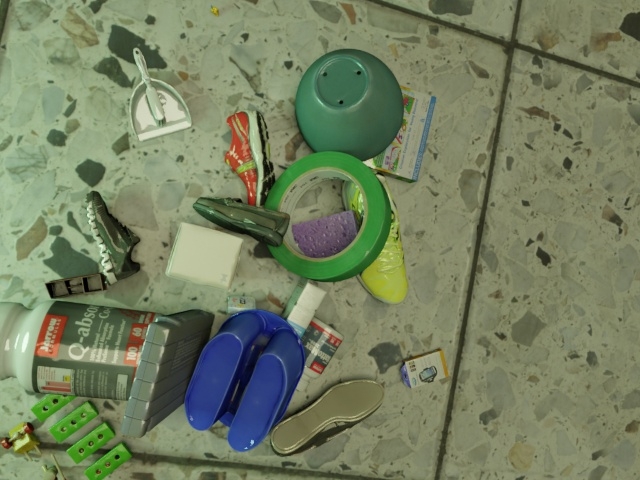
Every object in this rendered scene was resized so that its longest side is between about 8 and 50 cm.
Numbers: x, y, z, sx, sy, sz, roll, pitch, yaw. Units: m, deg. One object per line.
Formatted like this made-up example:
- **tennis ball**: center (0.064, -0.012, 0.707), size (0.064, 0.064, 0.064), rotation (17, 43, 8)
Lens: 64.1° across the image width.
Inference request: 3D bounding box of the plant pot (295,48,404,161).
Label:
- **plant pot**: center (0.064, -0.358, 1.279), size (0.290, 0.195, 0.291), rotation (-1, 84, 9)

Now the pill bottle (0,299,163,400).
- **pill bottle**: center (-0.559, 0.251, 1.181), size (0.362, 0.210, 0.210), rotation (9, 88, -13)

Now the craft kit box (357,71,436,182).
- **craft kit box**: center (0.177, -0.311, 1.424), size (0.246, 0.061, 0.250), rotation (15, 87, -15)

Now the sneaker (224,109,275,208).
- **sneaker**: center (-0.190, -0.195, 1.332), size (0.118, 0.107, 0.279), rotation (-3, 96, 14)

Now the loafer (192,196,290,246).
- **loafer**: center (-0.196, -0.064, 1.288), size (0.267, 0.096, 0.084), rotation (22, 72, 21)

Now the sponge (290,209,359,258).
- **sponge**: center (0.000, 0.000, 1.353), size (0.210, 0.031, 0.117), rotation (-13, 92, 15)

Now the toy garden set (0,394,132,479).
- **toy garden set**: center (-0.621, 0.495, 1.253), size (0.203, 0.049, 0.244), rotation (-36, 98, -12)

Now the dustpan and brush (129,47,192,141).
- **dustpan and brush**: center (-0.425, -0.372, 1.284), size (0.147, 0.060, 0.211), rotation (-20, 95, -12)

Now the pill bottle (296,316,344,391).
- **pill bottle**: center (-0.027, 0.301, 1.353), size (0.108, 0.108, 0.180), rotation (34, 84, -11)

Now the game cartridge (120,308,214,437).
- **game cartridge**: center (-0.334, 0.277, 1.162), size (0.068, 0.355, 0.230), rotation (10, 86, 3)

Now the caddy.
- **caddy**: center (-0.181, 0.340, 1.267), size (0.241, 0.179, 0.342), rotation (25, 104, 6)

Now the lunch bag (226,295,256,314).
- **lunch bag**: center (-0.205, 0.170, 1.324), size (0.071, 0.083, 0.053), rotation (6, 89, -12)

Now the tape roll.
- **tape roll**: center (0.014, -0.058, 1.277), size (0.321, 0.077, 0.322), rotation (-5, 77, 20)

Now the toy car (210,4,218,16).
- **toy car**: center (-0.290, -0.650, 1.324), size (0.060, 0.040, 0.122), rotation (-43, 98, -9)

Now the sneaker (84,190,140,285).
- **sneaker**: center (-0.505, -0.013, 1.263), size (0.106, 0.078, 0.235), rotation (-15, 97, -15)

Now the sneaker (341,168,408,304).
- **sneaker**: center (0.151, -0.005, 1.372), size (0.145, 0.147, 0.385), rotation (-20, 96, -14)

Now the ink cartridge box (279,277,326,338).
- **ink cartridge box**: center (-0.044, 0.164, 1.350), size (0.060, 0.104, 0.180), rotation (31, 84, -11)

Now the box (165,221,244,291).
- **box**: center (-0.276, 0.034, 1.232), size (0.148, 0.232, 0.127), rotation (16, 88, -13)

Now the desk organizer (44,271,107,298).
- **desk organizer**: center (-0.598, 0.112, 1.253), size (0.130, 0.050, 0.047), rotation (-10, 92, -12)

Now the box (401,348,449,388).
- **box**: center (0.294, 0.369, 1.467), size (0.136, 0.028, 0.081), rotation (-14, 93, -10)

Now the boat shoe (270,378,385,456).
- **boat shoe**: center (0.018, 0.478, 1.384), size (0.335, 0.096, 0.112), rotation (-23, 59, -15)
